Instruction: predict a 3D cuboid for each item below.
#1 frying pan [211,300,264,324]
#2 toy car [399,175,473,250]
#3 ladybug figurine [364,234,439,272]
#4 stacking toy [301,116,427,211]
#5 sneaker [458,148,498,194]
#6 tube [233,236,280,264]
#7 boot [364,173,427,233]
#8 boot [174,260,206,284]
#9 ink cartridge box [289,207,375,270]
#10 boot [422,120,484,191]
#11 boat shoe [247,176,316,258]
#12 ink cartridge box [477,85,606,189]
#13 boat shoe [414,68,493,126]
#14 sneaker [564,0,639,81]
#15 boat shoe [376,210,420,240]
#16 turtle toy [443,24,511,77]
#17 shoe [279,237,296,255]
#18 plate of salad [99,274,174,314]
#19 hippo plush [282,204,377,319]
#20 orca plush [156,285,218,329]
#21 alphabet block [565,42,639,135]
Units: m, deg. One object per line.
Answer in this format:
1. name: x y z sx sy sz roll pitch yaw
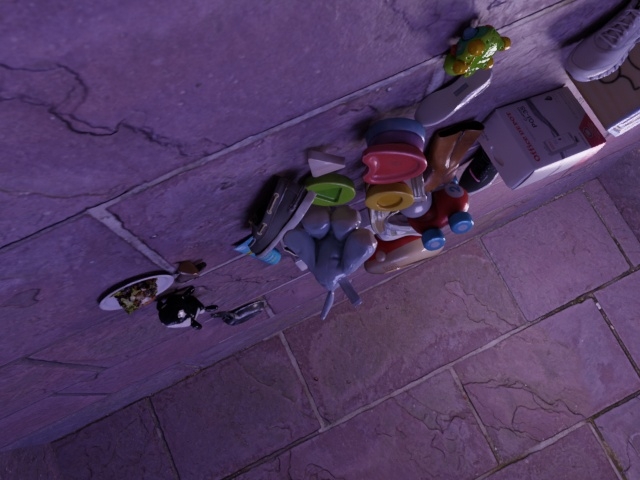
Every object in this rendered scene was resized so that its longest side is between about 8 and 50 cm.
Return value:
1. frying pan: -0.330 0.304 2.296 0.197 0.053 0.326 -27 169 -3
2. toy car: 0.329 -0.128 1.717 0.210 0.219 0.238 -35 136 30
3. ladybug figurine: 0.321 0.024 2.173 0.305 0.162 0.449 -22 172 26
4. stacking toy: 0.096 -0.186 1.262 0.279 0.131 0.309 1 160 -3
5. sneaker: 0.523 -0.252 1.724 0.146 0.105 0.296 -8 151 -49
6. tube: -0.175 0.025 1.564 0.080 0.052 0.207 -38 159 6
7. boot: 0.211 -0.105 1.497 0.165 0.077 0.213 -8 137 6
8. boot: -0.361 0.091 1.456 0.087 0.042 0.118 -35 166 27
9. ink cartridge box: 0.051 0.011 1.879 0.296 0.066 0.261 -27 165 1
10. boot: 0.296 -0.200 1.506 0.264 0.096 0.280 -15 159 -14
11. boat shoe: -0.113 -0.052 1.294 0.305 0.091 0.109 -42 -164 54
12. ink cartridge box: 0.612 -0.287 1.518 0.282 0.207 0.117 -21 164 -22
13. boat shoe: 0.287 -0.307 1.171 0.184 0.066 0.063 -41 162 16
14. sneaker: 0.677 -0.472 1.215 0.292 0.110 0.118 -36 158 4
15. boat shoe: 0.347 -0.082 1.986 0.320 0.118 0.103 -12 164 -24
16. turtle toy: 0.273 -0.342 0.990 0.095 0.066 0.130 -19 165 -30
17. shoe: -0.084 -0.007 1.574 0.076 0.058 0.219 -25 166 -6
18. plate of salad: -0.478 0.146 1.433 0.199 0.048 0.200 -24 166 -7
19. hippo plush: 0.066 0.009 1.493 0.234 0.294 0.236 -25 -174 25
20. orca plush: -0.392 0.194 1.665 0.102 0.151 0.287 -61 157 5
21. alphabet block: 0.798 -0.411 1.431 0.192 0.197 0.193 -34 164 30
